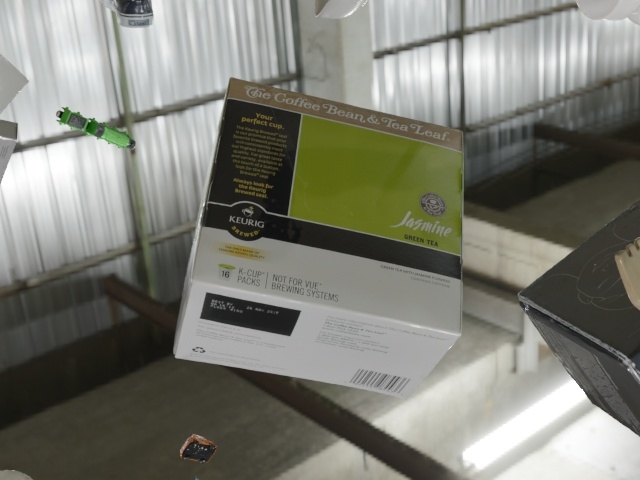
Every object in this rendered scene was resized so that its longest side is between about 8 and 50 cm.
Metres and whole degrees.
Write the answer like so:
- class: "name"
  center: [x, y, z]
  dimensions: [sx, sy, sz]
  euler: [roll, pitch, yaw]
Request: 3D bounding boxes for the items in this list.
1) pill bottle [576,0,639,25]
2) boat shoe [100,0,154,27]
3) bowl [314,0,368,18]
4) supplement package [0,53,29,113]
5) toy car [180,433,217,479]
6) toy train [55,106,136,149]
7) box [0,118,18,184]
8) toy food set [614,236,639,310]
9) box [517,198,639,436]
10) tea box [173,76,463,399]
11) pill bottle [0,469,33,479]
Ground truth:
- class: "pill bottle"
  center: [0.451, -0.335, 1.154]
  dimensions: [0.265, 0.153, 0.153]
  euler: [-7, -158, -16]
- class: "boat shoe"
  center: [-0.266, -0.360, 1.328]
  dimensions: [0.065, 0.083, 0.183]
  euler: [-6, -151, -21]
- class: "bowl"
  center: [0.043, -0.320, 1.037]
  dimensions: [0.053, 0.142, 0.142]
  euler: [14, 157, -15]
- class: "supplement package"
  center: [-0.480, -0.178, 1.056]
  dimensions: [0.203, 0.149, 0.194]
  euler: [30, -102, 37]
- class: "toy car"
  center: [-0.207, 0.357, 1.515]
  dimensions: [0.060, 0.122, 0.040]
  euler: [3, -152, -32]
- class: "toy train"
  center: [-0.196, -0.098, 0.841]
  dimensions: [0.024, 0.017, 0.083]
  euler: [24, -178, 40]
- class: "box"
  center: [-0.531, -0.124, 1.322]
  dimensions: [0.186, 0.145, 0.038]
  euler: [12, -133, -26]
- class: "toy food set"
  center: [0.250, 0.017, 0.541]
  dimensions: [0.192, 0.132, 0.039]
  euler: [-31, -170, -37]
- class: "box"
  center: [0.669, 0.104, 1.618]
  dimensions: [0.480, 0.297, 0.472]
  euler: [-38, -170, -1]
- class: "tea box"
  center: [0.000, 0.000, 1.262]
  dimensions: [0.329, 0.220, 0.323]
  euler: [12, -123, -8]
- class: "pill bottle"
  center: [-0.234, 0.306, 0.821]
  dimensions: [0.131, 0.229, 0.131]
  euler: [-14, -142, 11]
